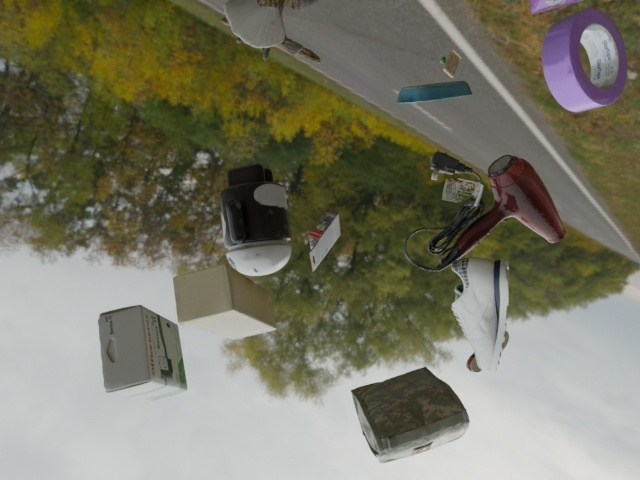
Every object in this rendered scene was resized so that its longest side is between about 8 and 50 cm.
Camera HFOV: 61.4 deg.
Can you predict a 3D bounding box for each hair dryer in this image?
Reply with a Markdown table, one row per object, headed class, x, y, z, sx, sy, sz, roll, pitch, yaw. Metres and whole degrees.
| class | x | y | z | sx | sy | sz | roll | pitch | yaw |
| --- | --- | --- | --- | --- | --- | --- | --- | --- | --- |
| hair dryer | 0.307 | -0.048 | 0.981 | 0.294 | 0.223 | 0.080 | 7 | -154 | -5 |

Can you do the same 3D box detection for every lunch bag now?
| class | x | y | z | sx | sy | sz | roll | pitch | yaw |
| --- | --- | --- | --- | --- | --- | --- | --- | --- | --- |
| lunch bag | 0.226 | 0.455 | 1.380 | 0.236 | 0.168 | 0.287 | -16 | -178 | -6 |

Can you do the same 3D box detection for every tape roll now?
| class | x | y | z | sx | sy | sz | roll | pitch | yaw |
| --- | --- | --- | --- | --- | --- | --- | --- | --- | --- |
| tape roll | 0.761 | -0.514 | 1.548 | 0.275 | 0.274 | 0.090 | 18 | 169 | -28 |

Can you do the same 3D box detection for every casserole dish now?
| class | x | y | z | sx | sy | sz | roll | pitch | yaw |
| --- | --- | --- | --- | --- | --- | --- | --- | --- | --- |
| casserole dish | 0.264 | -0.345 | 1.252 | 0.189 | 0.036 | 0.114 | -14 | -162 | -27 |

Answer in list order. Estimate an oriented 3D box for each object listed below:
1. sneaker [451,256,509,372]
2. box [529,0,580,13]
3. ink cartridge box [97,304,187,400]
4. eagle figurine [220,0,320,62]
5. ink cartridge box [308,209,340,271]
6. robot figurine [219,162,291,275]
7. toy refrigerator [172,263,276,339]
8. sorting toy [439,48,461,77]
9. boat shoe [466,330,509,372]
| class | x | y | z | sx | sy | sz | roll | pitch | yaw |
| --- | --- | --- | --- | --- | --- | --- | --- | --- | --- |
| sneaker | 0.280 | 0.130 | 0.950 | 0.095 | 0.234 | 0.090 | 1 | -152 | 17 |
| box | 0.325 | -0.348 | 0.481 | 0.294 | 0.200 | 0.057 | -11 | -178 | 12 |
| ink cartridge box | -0.346 | 0.226 | 1.066 | 0.087 | 0.152 | 0.208 | -15 | 160 | 1 |
| eagle figurine | -0.061 | -0.466 | 0.879 | 0.226 | 0.298 | 0.225 | -16 | -126 | -46 |
| ink cartridge box | 0.000 | 0.000 | 1.074 | 0.029 | 0.062 | 0.115 | 20 | -127 | 24 |
| robot figurine | -0.168 | -0.049 | 1.371 | 0.209 | 0.277 | 0.174 | -4 | 173 | -35 |
| toy refrigerator | -0.175 | 0.122 | 1.039 | 0.102 | 0.094 | 0.269 | -15 | 161 | 8 |
| sorting toy | 0.355 | -0.493 | 1.485 | 0.012 | 0.062 | 0.083 | 28 | -173 | 41 |
| boat shoe | 0.421 | 0.278 | 1.364 | 0.049 | 0.137 | 0.043 | 44 | 171 | 1 |
